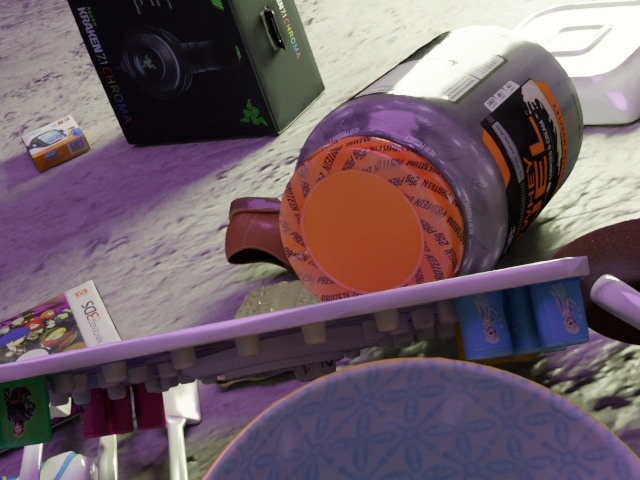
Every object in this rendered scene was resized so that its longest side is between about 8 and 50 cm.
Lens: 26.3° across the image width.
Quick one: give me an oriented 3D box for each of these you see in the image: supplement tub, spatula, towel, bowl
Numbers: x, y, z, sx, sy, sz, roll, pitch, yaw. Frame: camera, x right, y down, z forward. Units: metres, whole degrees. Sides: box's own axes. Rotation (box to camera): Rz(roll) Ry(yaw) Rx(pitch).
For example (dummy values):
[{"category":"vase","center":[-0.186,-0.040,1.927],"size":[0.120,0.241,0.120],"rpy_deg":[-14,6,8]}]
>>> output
[{"category":"supplement tub","center":[0.100,-0.062,1.206],"size":[0.194,0.193,0.316],"rpy_deg":[-5,21,30]},{"category":"spatula","center":[-0.182,0.167,1.148],"size":[0.168,0.019,0.242],"rpy_deg":[9,23,-11]},{"category":"towel","center":[-0.038,0.081,1.270],"size":[0.110,0.027,0.148],"rpy_deg":[-12,28,21]},{"category":"bowl","center":[0.048,0.223,0.736],"size":[0.289,0.289,0.156],"rpy_deg":[-32,-14,-22]}]

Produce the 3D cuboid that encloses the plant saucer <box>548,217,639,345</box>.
[{"category":"plant saucer","center":[0.262,0.037,0.987],"size":[0.199,0.198,0.036],"rpy_deg":[-9,63,25]}]

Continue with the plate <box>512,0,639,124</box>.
[{"category":"plate","center":[0.297,-0.216,1.583],"size":[0.278,0.045,0.277],"rpy_deg":[4,35,41]}]

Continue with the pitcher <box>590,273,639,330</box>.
[{"category":"pitcher","center":[0.274,0.089,0.855],"size":[0.125,0.178,0.207],"rpy_deg":[-62,25,7]}]

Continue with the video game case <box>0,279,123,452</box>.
[{"category":"video game case","center":[-0.305,0.136,1.346],"size":[0.232,0.042,0.210],"rpy_deg":[-25,24,-9]}]

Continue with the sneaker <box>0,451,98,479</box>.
[{"category":"sneaker","center":[-0.280,0.218,1.066],"size":[0.091,0.126,0.240],"rpy_deg":[6,37,43]}]

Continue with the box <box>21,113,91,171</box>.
[{"category":"box","center":[-0.385,-0.144,1.978],"size":[0.081,0.028,0.136],"rpy_deg":[-26,28,-11]}]

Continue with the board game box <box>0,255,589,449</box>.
[{"category":"board game box","center":[-0.024,0.087,0.943],"size":[0.390,0.050,0.390],"rpy_deg":[-11,-7,4]}]

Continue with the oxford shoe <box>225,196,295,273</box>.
[{"category":"oxford shoe","center":[0.000,0.000,1.378],"size":[0.212,0.076,0.076],"rpy_deg":[-3,61,28]}]

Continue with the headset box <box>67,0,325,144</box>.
[{"category":"headset box","center":[-0.156,-0.265,1.793],"size":[0.283,0.246,0.131],"rpy_deg":[0,32,35]}]
